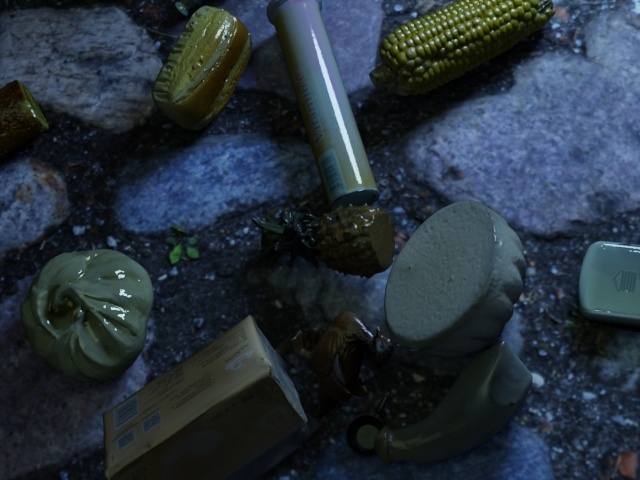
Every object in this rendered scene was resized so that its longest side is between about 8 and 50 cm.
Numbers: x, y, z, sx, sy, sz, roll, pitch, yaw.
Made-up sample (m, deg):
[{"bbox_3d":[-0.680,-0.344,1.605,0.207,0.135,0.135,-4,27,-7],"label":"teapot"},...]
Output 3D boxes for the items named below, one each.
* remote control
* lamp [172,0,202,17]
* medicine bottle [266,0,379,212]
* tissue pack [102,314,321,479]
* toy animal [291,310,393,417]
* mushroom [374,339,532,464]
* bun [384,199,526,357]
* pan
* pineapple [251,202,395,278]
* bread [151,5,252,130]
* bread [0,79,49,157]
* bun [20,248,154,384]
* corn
[{"bbox_3d":[0.558,0.083,1.563,0.296,0.056,0.140,7,71,18],"label":"remote control"},{"bbox_3d":[-0.230,-0.501,1.963,0.163,0.091,0.091,-39,65,16],"label":"lamp"},{"bbox_3d":[0.002,-0.253,1.802,0.108,0.108,0.426,-18,69,7],"label":"medicine bottle"},{"bbox_3d":[-0.168,0.313,1.601,0.305,0.238,0.238,-34,66,0],"label":"tissue pack"},{"bbox_3d":[0.042,0.209,1.620,0.179,0.089,0.188,12,99,40],"label":"toy animal"},{"bbox_3d":[0.213,0.277,1.558,0.270,0.103,0.118,-39,80,1],"label":"mushroom"},{"bbox_3d":[0.242,0.083,1.592,0.263,0.175,0.263,-38,36,36],"label":"bun"},{"bbox_3d":[0.088,0.299,1.623,0.068,0.023,0.115,26,82,22],"label":"pan"},{"bbox_3d":[0.001,0.000,1.690,0.248,0.128,0.128,1,71,30],"label":"pineapple"},{"bbox_3d":[-0.215,-0.322,1.858,0.106,0.140,0.236,21,78,24],"label":"bread"},{"bbox_3d":[-0.635,-0.226,1.951,0.172,0.103,0.132,-32,70,-1],"label":"bread"},{"bbox_3d":[-0.413,0.121,1.743,0.259,0.160,0.259,-5,67,12],"label":"bun"},{"bbox_3d":[0.246,-0.361,1.761,0.347,0.130,0.130,-27,67,0],"label":"corn"}]
